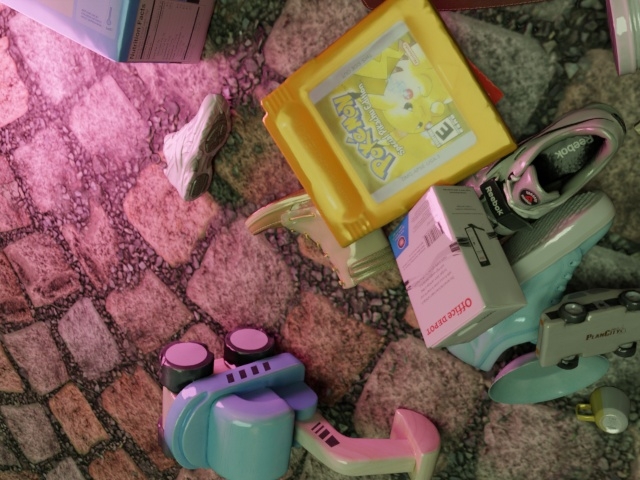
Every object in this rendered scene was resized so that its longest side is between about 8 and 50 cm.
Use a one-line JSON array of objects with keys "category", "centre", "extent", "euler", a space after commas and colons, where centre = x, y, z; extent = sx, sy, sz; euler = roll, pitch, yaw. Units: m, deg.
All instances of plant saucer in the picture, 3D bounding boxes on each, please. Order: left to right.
[{"category": "plant saucer", "centre": [0.367, 0.215, 0.904], "extent": [0.194, 0.038, 0.195], "euler": [-6, 142, -4]}]

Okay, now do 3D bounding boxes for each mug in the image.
[{"category": "mug", "centre": [0.473, 0.289, 0.909], "extent": [0.062, 0.064, 0.078], "euler": [47, 120, 4]}]

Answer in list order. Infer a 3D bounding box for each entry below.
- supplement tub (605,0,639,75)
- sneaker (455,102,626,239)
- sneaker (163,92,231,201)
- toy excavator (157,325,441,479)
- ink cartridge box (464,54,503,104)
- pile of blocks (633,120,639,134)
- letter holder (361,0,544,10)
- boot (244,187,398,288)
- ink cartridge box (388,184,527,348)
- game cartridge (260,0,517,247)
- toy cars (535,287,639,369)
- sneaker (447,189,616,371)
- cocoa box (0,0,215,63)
[{"category": "supplement tub", "centre": [0.469, -0.290, 0.676], "extent": [0.199, 0.144, 0.145], "euler": [-10, 102, 27]}, {"category": "sneaker", "centre": [0.295, -0.079, 0.831], "extent": [0.122, 0.146, 0.330], "euler": [48, 121, 2]}, {"category": "sneaker", "centre": [-0.258, -0.195, 1.085], "extent": [0.115, 0.090, 0.232], "euler": [36, 117, 15]}, {"category": "toy excavator", "centre": [-0.055, 0.365, 1.073], "extent": [0.445, 0.432, 0.223], "euler": [32, 121, 45]}, {"category": "ink cartridge box", "centre": [0.146, -0.214, 0.907], "extent": [0.189, 0.066, 0.232], "euler": [47, 124, 5]}, {"category": "pile of blocks", "centre": [0.579, -0.165, 0.655], "extent": [0.361, 0.112, 0.149], "euler": [-15, 105, 36]}, {"category": "letter holder", "centre": [0.191, -0.448, 0.771], "extent": [0.301, 0.214, 0.152], "euler": [7, 78, 25]}, {"category": "boot", "centre": [0.000, 0.000, 1.023], "extent": [0.261, 0.095, 0.204], "euler": [-20, 98, 22]}, {"category": "ink cartridge box", "centre": [0.197, 0.041, 0.831], "extent": [0.148, 0.085, 0.203], "euler": [-54, 45, 50]}, {"category": "game cartridge", "centre": [0.089, -0.180, 0.858], "extent": [0.323, 0.052, 0.286], "euler": [-32, 92, 26]}, {"category": "toy cars", "centre": [0.460, 0.041, 0.780], "extent": [0.176, 0.087, 0.394], "euler": [37, 104, -28]}, {"category": "sneaker", "centre": [0.342, 0.078, 0.878], "extent": [0.150, 0.135, 0.366], "euler": [38, 127, -1]}, {"category": "cocoa box", "centre": [-0.384, -0.483, 0.968], "extent": [0.346, 0.228, 0.232], "euler": [29, 116, 14]}]
